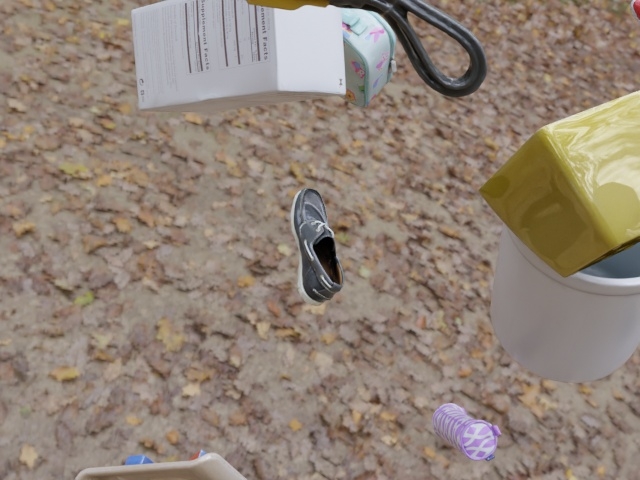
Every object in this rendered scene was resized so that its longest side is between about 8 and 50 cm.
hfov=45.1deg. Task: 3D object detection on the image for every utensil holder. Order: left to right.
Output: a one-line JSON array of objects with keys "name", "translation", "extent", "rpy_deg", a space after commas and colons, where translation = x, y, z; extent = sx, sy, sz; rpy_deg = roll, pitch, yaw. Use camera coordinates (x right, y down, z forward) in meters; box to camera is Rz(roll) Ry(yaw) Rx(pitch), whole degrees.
[{"name": "utensil holder", "translation": [0.493, 0.049, 1.450], "extent": [0.327, 0.385, 0.327], "rpy_deg": [-3, 54, 4]}]

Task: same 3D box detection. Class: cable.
[{"name": "cable", "translation": [0.048, -0.251, 0.751], "extent": [0.287, 0.139, 0.072], "rpy_deg": [22, 23, -15]}]

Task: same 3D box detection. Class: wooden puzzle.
[{"name": "wooden puzzle", "translation": [-0.268, 0.520, 1.563], "extent": [0.322, 0.348, 0.080], "rpy_deg": [53, 33, -35]}]

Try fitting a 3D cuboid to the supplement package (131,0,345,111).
[{"name": "supplement package", "translation": [-0.105, -0.241, 0.981], "extent": [0.244, 0.134, 0.139], "rpy_deg": [1, 7, 37]}]

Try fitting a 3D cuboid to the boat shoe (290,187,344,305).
[{"name": "boat shoe", "translation": [0.000, 0.000, 1.406], "extent": [0.084, 0.079, 0.233], "rpy_deg": [13, 55, -32]}]

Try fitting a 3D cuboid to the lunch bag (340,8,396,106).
[{"name": "lunch bag", "translation": [0.029, -0.407, 1.528], "extent": [0.279, 0.224, 0.108], "rpy_deg": [40, 73, 15]}]

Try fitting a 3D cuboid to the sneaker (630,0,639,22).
[{"name": "sneaker", "translation": [0.589, -0.377, 1.319], "extent": [0.118, 0.042, 0.067], "rpy_deg": [32, 11, -9]}]

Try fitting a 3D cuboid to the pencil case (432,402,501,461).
[{"name": "pencil case", "translation": [0.304, 0.399, 1.633], "extent": [0.088, 0.206, 0.086], "rpy_deg": [-36, 96, -10]}]

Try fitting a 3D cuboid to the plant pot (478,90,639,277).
[{"name": "plant pot", "translation": [0.402, -0.070, 1.144], "extent": [0.212, 0.212, 0.187], "rpy_deg": [-21, 75, -21]}]
